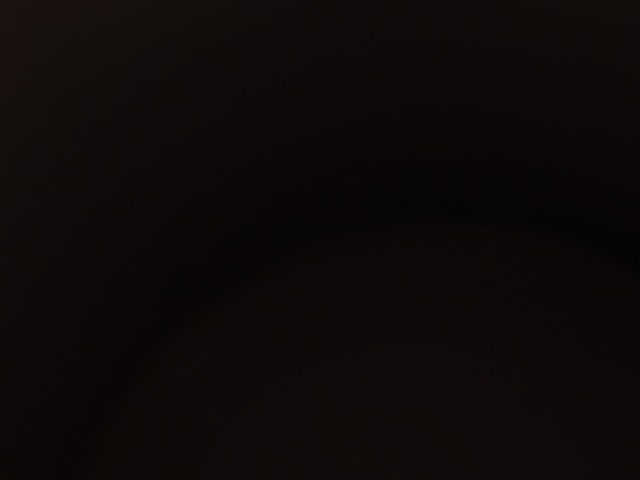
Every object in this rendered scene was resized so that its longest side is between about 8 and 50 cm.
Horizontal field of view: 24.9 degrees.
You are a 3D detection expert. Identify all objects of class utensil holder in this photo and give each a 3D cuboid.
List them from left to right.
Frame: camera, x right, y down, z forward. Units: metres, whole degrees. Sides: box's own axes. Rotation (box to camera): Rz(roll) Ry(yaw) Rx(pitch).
[{"bbox_3d":[-0.003,0.042,0.371,0.327,0.327,0.385,63,-179,29],"label":"utensil holder"}]
